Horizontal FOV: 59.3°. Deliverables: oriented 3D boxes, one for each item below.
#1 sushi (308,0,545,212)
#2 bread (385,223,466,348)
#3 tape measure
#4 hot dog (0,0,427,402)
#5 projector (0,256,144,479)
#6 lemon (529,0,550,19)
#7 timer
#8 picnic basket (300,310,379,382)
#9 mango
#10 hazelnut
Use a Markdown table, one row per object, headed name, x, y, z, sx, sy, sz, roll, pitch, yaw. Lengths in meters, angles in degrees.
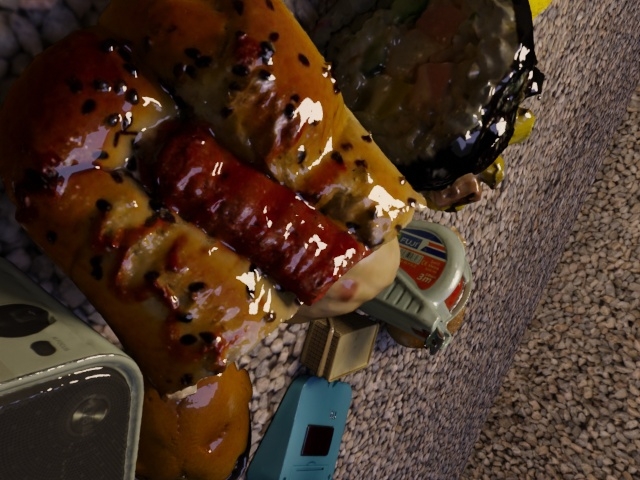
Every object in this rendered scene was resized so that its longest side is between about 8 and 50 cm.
| name | x | y | z | sx | sy | sz | roll | pitch | yaw |
| --- | --- | --- | --- | --- | --- | --- | --- | --- | --- |
| sushi | 0.162 | -0.220 | 0.839 | 0.285 | 0.328 | 0.329 | 19 | 101 | -55 |
| bread | 0.242 | 0.125 | 1.312 | 0.192 | 0.171 | 0.314 | -16 | 122 | -52 |
| tape measure | 0.188 | 0.081 | 1.144 | 0.246 | 0.243 | 0.125 | -52 | 140 | -18 |
| hot dog | -0.116 | -0.079 | 0.589 | 0.367 | 0.196 | 0.365 | -39 | 99 | -16 |
| projector | -0.343 | 0.176 | 0.515 | 0.248 | 0.249 | 0.248 | -11 | 119 | -50 |
| lemon | 0.261 | -0.470 | 0.895 | 0.321 | 0.268 | 0.268 | -13 | 120 | -42 |
| timer | -0.034 | 0.419 | 1.239 | 0.232 | 0.091 | 0.250 | 33 | 72 | -54 |
| picnic basket | 0.042 | 0.217 | 1.185 | 0.164 | 0.079 | 0.115 | -2 | 110 | -53 |
| mango | -0.201 | 0.254 | 0.829 | 0.201 | 0.152 | 0.287 | -26 | 130 | -46 |
| hazelnut | 0.000 | 0.000 | 0.849 | 0.241 | 0.261 | 0.261 | 32 | 85 | -47 |
